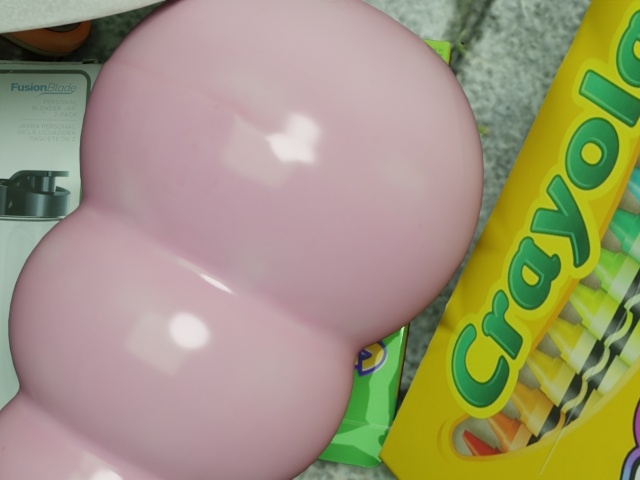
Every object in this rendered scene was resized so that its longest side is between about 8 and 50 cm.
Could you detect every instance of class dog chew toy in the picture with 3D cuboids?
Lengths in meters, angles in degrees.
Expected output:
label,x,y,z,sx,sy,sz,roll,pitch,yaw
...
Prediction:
label,x,y,z,sx,sy,sz,roll,pitch,yaw
dog chew toy,-0.058,0.036,0.580,0.207,0.206,0.331,28,87,10

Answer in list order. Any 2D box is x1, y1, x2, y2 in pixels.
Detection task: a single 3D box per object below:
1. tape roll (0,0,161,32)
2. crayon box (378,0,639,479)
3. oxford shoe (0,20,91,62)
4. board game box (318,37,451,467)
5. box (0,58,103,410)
label,x,y,z,sx,sy,sz,roll,pitch,yaw
tape roll,-0.175,-0.239,0.615,0.392,0.072,0.392,0,42,0
crayon box,0.207,0.049,0.484,0.313,0.106,0.362,44,121,43
oxford shoe,-0.320,-0.185,0.742,0.364,0.130,0.132,28,119,5
board game box,0.000,0.000,0.698,0.124,0.039,0.259,8,82,9
box,-0.206,0.039,0.696,0.169,0.087,0.289,0,84,8
